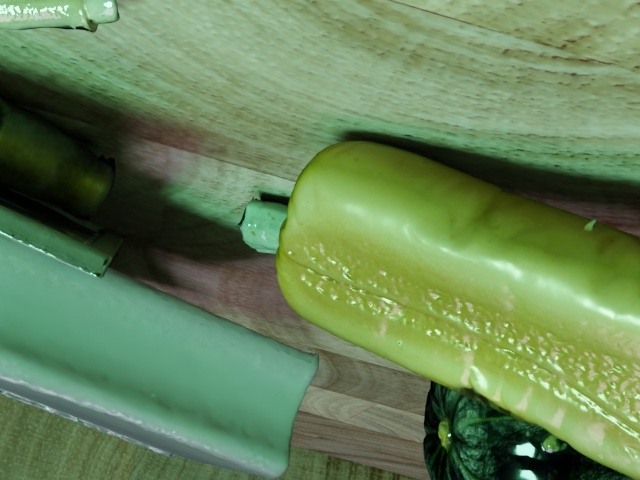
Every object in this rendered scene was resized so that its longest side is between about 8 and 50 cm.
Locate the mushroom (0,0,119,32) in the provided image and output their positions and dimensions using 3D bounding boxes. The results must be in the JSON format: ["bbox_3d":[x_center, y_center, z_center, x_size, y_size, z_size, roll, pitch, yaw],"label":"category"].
[{"bbox_3d":[-0.194,-0.131,0.677,0.187,0.061,0.060,3,180,-2],"label":"mushroom"}]

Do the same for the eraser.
[{"bbox_3d":[-0.221,0.077,1.084,0.359,0.122,0.272,25,168,-27],"label":"eraser"}]

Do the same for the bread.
[{"bbox_3d":[0.117,0.035,0.775,0.305,0.142,0.091,24,-144,24],"label":"bread"}]

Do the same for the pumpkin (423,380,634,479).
[{"bbox_3d":[0.168,0.153,1.048,0.162,0.220,0.220,5,169,-17],"label":"pumpkin"}]

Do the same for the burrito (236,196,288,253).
[{"bbox_3d":[-0.001,-0.001,0.982,0.118,0.044,0.074,12,168,20],"label":"burrito"}]

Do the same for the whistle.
[{"bbox_3d":[-0.275,-0.096,0.859,0.326,0.057,0.068,26,162,-39],"label":"whistle"}]

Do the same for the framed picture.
[{"bbox_3d":[-0.246,-0.039,0.907,0.241,0.020,0.324,26,179,-6],"label":"framed picture"}]
